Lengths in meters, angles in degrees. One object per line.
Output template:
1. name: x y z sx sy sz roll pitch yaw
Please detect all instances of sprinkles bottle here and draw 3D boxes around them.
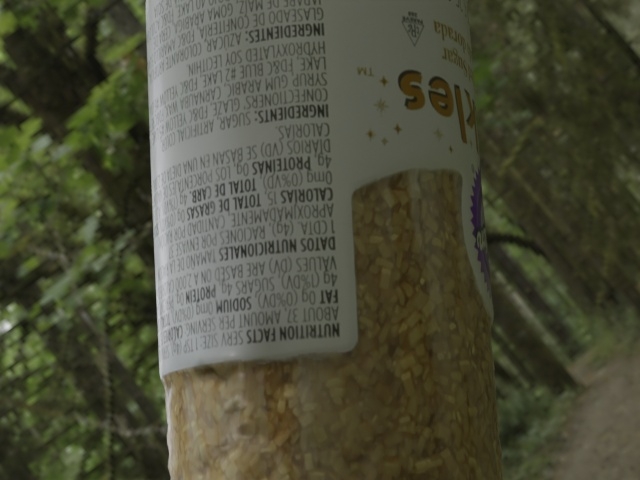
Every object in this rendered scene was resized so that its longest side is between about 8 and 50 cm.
1. sprinkles bottle: 0.000 0.000 0.481 0.121 0.355 0.121 -4 -12 -1
